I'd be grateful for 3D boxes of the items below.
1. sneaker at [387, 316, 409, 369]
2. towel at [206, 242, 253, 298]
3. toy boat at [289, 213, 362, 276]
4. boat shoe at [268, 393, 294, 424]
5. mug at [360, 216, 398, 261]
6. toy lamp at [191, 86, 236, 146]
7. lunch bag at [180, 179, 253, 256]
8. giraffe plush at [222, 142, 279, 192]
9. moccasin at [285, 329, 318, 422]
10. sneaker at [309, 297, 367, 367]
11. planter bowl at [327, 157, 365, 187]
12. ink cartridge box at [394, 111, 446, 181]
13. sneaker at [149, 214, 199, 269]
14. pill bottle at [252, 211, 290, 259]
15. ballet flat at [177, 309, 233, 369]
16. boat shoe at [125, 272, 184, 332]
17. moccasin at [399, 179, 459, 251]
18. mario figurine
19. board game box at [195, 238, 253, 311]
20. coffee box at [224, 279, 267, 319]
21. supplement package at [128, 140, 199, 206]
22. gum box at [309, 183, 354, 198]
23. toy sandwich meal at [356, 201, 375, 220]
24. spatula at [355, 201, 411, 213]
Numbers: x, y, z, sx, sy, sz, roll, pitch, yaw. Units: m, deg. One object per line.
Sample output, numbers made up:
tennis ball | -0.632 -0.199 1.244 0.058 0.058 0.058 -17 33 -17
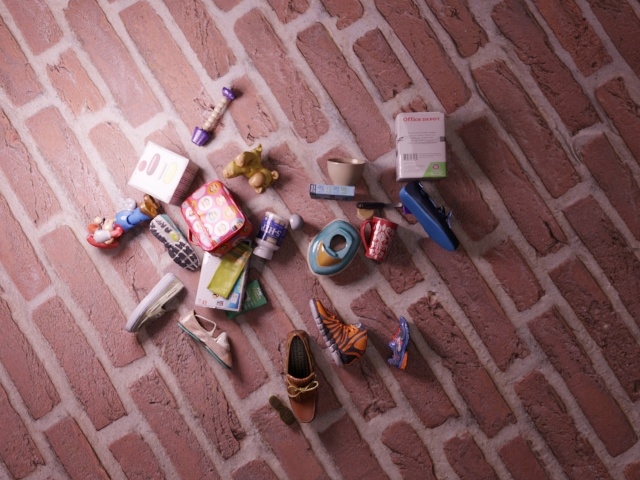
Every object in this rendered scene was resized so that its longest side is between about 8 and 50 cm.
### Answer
sneaker | 0.331 0.432 1.853 0.087 0.083 0.221 6 84 9
towel | -0.378 0.115 1.826 0.102 0.021 0.237 26 81 9
toy boat | 0.000 0.000 1.839 0.318 0.148 0.267 35 89 2
boat shoe | -0.168 0.721 1.871 0.056 0.048 0.153 -43 94 -13
mug | 0.236 -0.009 1.859 0.150 0.113 0.169 16 93 3
toy lamp | -0.468 -0.533 1.906 0.080 0.080 0.275 35 87 2
lunch bag | -0.450 -0.083 1.832 0.258 0.120 0.293 -37 66 2
giraffe plush | -0.284 -0.290 1.868 0.210 0.181 0.170 -42 99 -35
moccasin | -0.077 0.566 1.818 0.139 0.147 0.380 0 88 1
sneaker | 0.086 0.360 1.850 0.180 0.124 0.321 -27 98 -4
planter bowl | 0.106 -0.283 1.854 0.162 0.162 0.109 3 108 1
ink cartridge box | 0.423 -0.394 1.863 0.198 0.115 0.273 -1 89 1
sneaker | -0.604 0.002 1.873 0.107 0.110 0.275 -28 105 17
pill bottle | -0.214 -0.018 1.862 0.112 0.112 0.187 22 88 2
ballet flat | -0.462 0.411 1.858 0.316 0.107 0.106 42 75 2
boat shoe | -0.705 0.279 1.863 0.094 0.109 0.302 37 86 0
moccasin | 0.481 -0.111 1.834 0.117 0.138 0.342 -40 97 -17
mario figurine | -0.853 -0.089 1.833 0.320 0.198 0.170 -31 84 6
board game box | -0.407 0.138 1.862 0.193 0.053 0.305 8 79 5
coffee box | -0.332 0.255 1.888 0.184 0.040 0.113 -26 85 0
supplement package | -0.661 -0.279 1.861 0.194 0.149 0.203 25 89 2
gum box | 0.048 -0.201 1.842 0.184 0.157 0.041 3 87 2
toy sandwich meal | 0.197 -0.125 1.902 0.085 0.029 0.086 -1 77 3
spatula | 0.297 -0.151 1.883 0.296 0.030 0.084 -2 88 -5
